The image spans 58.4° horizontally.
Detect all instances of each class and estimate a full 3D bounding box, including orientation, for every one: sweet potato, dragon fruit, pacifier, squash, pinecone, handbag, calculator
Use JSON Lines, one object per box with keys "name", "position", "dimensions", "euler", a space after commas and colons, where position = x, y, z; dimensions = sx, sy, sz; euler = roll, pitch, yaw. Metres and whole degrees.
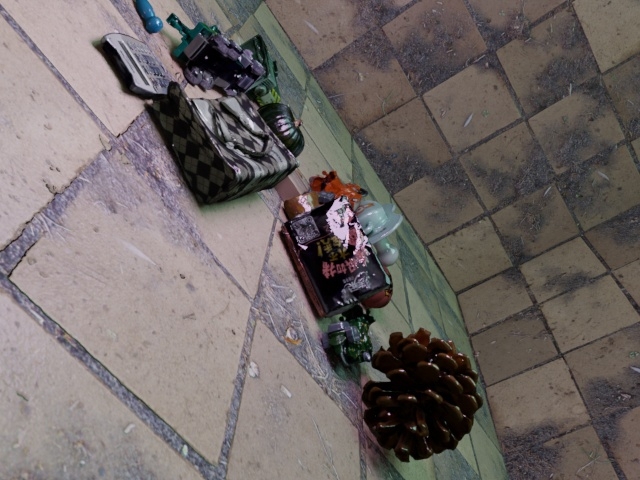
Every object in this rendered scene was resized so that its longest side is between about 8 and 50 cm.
{"name": "sweet potato", "position": [-0.003, 0.001, 1.900], "dimensions": [0.337, 0.131, 0.131], "euler": [64, 18, 11]}
{"name": "dragon fruit", "position": [-0.009, -0.239, 2.363], "dimensions": [0.056, 0.060, 0.083], "euler": [51, 21, -38]}
{"name": "pacifier", "position": [0.208, -0.008, 2.247], "dimensions": [0.269, 0.288, 0.343], "euler": [61, 9, -16]}
{"name": "squash", "position": [-0.146, -0.374, 1.998], "dimensions": [0.218, 0.172, 0.218], "euler": [50, -14, 18]}
{"name": "pinecone", "position": [0.266, 0.464, 1.649], "dimensions": [0.384, 0.384, 0.385], "euler": [52, 19, -27]}
{"name": "handbag", "position": [-0.255, -0.276, 1.555], "dimensions": [0.317, 0.180, 0.416], "euler": [56, 21, 0]}
{"name": "calculator", "position": [-0.455, -0.443, 1.455], "dimensions": [0.177, 0.040, 0.268], "euler": [59, 17, -7]}

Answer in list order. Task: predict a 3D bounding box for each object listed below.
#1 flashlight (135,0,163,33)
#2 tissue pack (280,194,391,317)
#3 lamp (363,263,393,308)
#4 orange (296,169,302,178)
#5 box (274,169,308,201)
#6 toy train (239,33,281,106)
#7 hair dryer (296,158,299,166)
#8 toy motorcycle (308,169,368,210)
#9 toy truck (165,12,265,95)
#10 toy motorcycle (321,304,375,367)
{"name": "flashlight", "position": [-0.499, -0.658, 1.653], "dimensions": [0.129, 0.051, 0.051], "euler": [61, 17, 6]}
{"name": "tissue pack", "position": [0.042, 0.052, 1.765], "dimensions": [0.123, 0.244, 0.333], "euler": [93, -28, -72]}
{"name": "lamp", "position": [0.203, 0.175, 2.206], "dimensions": [0.182, 0.140, 0.182], "euler": [35, 49, -55]}
{"name": "orange", "position": [-0.106, -0.232, 2.076], "dimensions": [0.086, 0.062, 0.086], "euler": [45, 9, -9]}
{"name": "box", "position": [-0.111, -0.191, 1.961], "dimensions": [0.122, 0.089, 0.062], "euler": [56, 27, -12]}
{"name": "toy train", "position": [-0.236, -0.661, 2.263], "dimensions": [0.178, 0.138, 0.331], "euler": [47, 22, -49]}
{"name": "hair dryer", "position": [-0.164, -0.277, 1.895], "dimensions": [0.167, 0.067, 0.199], "euler": [-11, 61, -32]}
{"name": "toy motorcycle", "position": [0.044, -0.169, 2.222], "dimensions": [0.326, 0.221, 0.148], "euler": [-46, 149, -57]}
{"name": "toy truck", "position": [-0.331, -0.588, 1.828], "dimensions": [0.178, 0.176, 0.363], "euler": [53, 16, 18]}
{"name": "toy motorcycle", "position": [0.095, 0.285, 1.738], "dimensions": [0.274, 0.124, 0.187], "euler": [16, 56, -66]}
